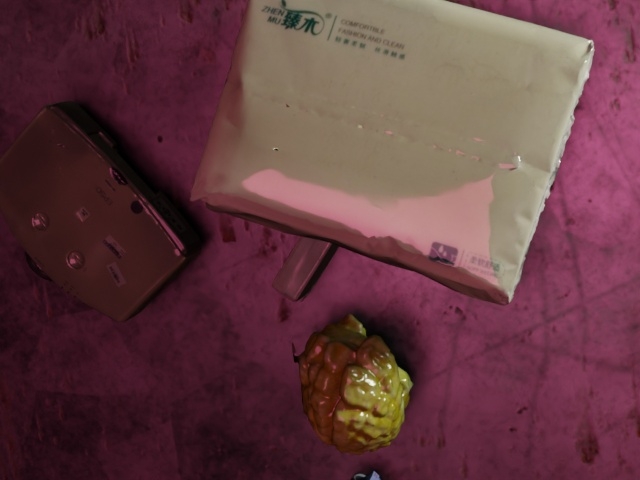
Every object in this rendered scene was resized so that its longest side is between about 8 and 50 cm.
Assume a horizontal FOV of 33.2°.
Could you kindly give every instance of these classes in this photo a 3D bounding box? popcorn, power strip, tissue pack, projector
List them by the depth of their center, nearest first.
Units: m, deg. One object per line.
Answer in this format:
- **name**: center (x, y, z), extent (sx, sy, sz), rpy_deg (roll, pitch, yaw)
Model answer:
- **tissue pack**: center (0.078, -0.118, 1.198), extent (0.380, 0.207, 0.297), rpy_deg (16, 89, 10)
- **popcorn**: center (0.034, 0.177, 1.333), extent (0.142, 0.173, 0.173), rpy_deg (-20, 96, 11)
- **power strip**: center (0.000, 0.000, 1.342), extent (0.042, 0.075, 0.175), rpy_deg (34, 107, 8)
- **projector**: center (-0.303, -0.029, 1.412), extent (0.193, 0.088, 0.269), rpy_deg (-44, 87, 21)

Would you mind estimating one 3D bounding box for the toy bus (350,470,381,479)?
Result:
- **toy bus**: center (0.025, 0.384, 1.418), extent (0.076, 0.073, 0.167), rpy_deg (44, 109, 1)
